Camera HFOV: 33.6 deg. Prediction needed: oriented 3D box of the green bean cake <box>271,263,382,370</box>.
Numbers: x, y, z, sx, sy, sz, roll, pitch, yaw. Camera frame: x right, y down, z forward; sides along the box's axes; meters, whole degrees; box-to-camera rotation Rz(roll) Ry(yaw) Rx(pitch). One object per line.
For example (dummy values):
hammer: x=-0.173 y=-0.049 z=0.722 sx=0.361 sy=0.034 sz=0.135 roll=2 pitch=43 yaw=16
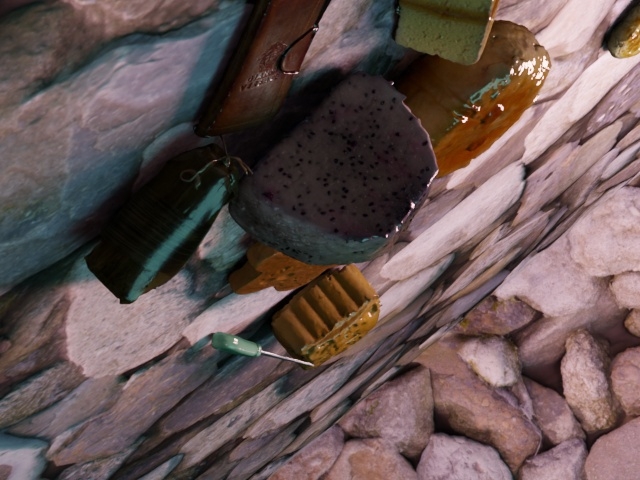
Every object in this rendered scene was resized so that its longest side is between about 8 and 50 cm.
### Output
green bean cake: x=0.019 y=0.165 z=2.249 sx=0.229 sy=0.131 sz=0.224 roll=-36 pitch=163 yaw=-7

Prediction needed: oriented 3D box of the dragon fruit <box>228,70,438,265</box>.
dragon fruit: x=0.028 y=-0.069 z=1.512 sx=0.283 sy=0.221 sz=0.204 roll=-48 pitch=170 yaw=-25

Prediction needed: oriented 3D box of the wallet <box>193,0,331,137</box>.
wallet: x=-0.063 y=-0.230 z=1.310 sx=0.137 sy=0.031 sz=0.255 roll=-23 pitch=156 yaw=-41

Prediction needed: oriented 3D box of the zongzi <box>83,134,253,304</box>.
zongzi: x=-0.192 y=-0.035 z=1.453 sx=0.248 sy=0.111 sz=0.241 roll=-48 pitch=180 yaw=4

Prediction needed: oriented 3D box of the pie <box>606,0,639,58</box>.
pie: x=0.693 y=-0.464 z=2.185 sx=0.240 sy=0.054 sz=0.240 roll=-33 pitch=161 yaw=-13

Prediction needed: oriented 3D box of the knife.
knife: x=-0.119 y=0.227 z=2.128 sx=0.063 sy=0.035 sz=0.260 roll=-5 pitch=160 yaw=43

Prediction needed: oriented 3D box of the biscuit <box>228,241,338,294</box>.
biscuit: x=-0.001 y=-0.002 z=1.827 sx=0.275 sy=0.052 sz=0.355 roll=-4 pitch=155 yaw=-45

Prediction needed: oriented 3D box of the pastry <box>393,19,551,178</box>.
pastry: x=0.226 y=-0.223 z=1.717 sx=0.329 sy=0.136 sz=0.329 roll=-34 pitch=164 yaw=-11

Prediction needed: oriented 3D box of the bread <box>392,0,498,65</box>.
bread: x=0.192 y=-0.382 z=1.452 sx=0.240 sy=0.135 sz=0.178 roll=87 pitch=22 yaw=-67
